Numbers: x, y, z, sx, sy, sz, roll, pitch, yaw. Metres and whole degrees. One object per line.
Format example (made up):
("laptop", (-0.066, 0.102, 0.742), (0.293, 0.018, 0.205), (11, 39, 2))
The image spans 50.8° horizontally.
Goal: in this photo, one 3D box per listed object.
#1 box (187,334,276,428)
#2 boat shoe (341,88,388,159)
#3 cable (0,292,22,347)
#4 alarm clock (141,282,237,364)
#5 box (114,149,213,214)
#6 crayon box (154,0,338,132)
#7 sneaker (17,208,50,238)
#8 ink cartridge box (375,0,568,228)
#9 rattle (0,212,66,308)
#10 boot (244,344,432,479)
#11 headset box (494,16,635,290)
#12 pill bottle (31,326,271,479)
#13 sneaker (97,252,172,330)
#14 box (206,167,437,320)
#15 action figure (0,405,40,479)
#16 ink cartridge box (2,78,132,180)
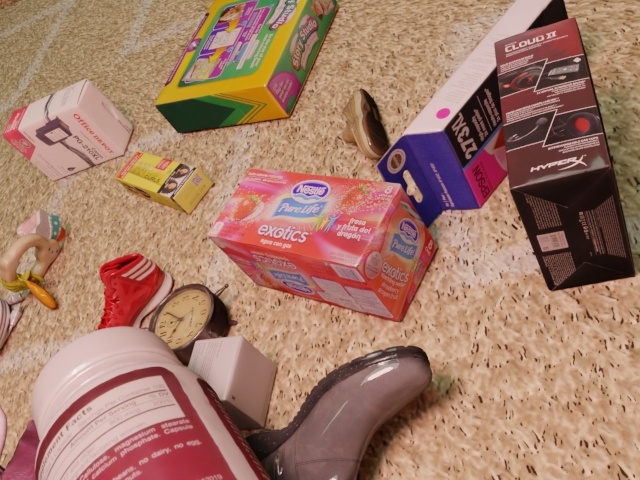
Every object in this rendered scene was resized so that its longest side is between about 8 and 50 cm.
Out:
("box", (-0.131, 0.205, 0.968), (0.087, 0.102, 0.101), (-12, 48, 29))
("boat shoe", (0.072, -0.195, 1.208), (0.072, 0.068, 0.190), (-34, 32, 23))
("cable", (-0.761, 0.212, 1.391), (0.257, 0.089, 0.257), (-11, 49, 26))
("alarm clock", (-0.233, 0.144, 1.115), (0.192, 0.064, 0.129), (-15, 48, 20))
("box", (-0.331, -0.125, 1.412), (0.232, 0.058, 0.087), (20, 68, 43))
("crayon box", (-0.161, -0.418, 1.514), (0.313, 0.106, 0.362), (0, 55, 32))
("sneaker", (-0.654, -0.011, 1.538), (0.070, 0.051, 0.134), (-34, 40, 8))
("ink cartridge box", (0.244, -0.181, 0.990), (0.371, 0.175, 0.069), (-48, 44, -10))
("rattle", (-0.564, 0.036, 1.427), (0.143, 0.130, 0.199), (7, 32, 25))
("boot", (0.029, 0.294, 0.793), (0.338, 0.118, 0.222), (-41, 44, 16))
("headset box", (0.308, -0.119, 0.865), (0.110, 0.218, 0.293), (-13, 48, 23))
("pill bottle", (-0.179, 0.278, 0.739), (0.224, 0.224, 0.392), (-43, 43, -5))
("sneaker", (-0.370, 0.116, 1.183), (0.087, 0.128, 0.221), (13, 63, 40))
("box", (0.000, 0.000, 1.020), (0.300, 0.154, 0.142), (10, 61, 40))
("action figure", (-0.359, 0.362, 0.840), (0.248, 0.275, 0.370), (-34, 21, -5))
("ink cartridge box", (-0.604, -0.261, 1.626), (0.237, 0.172, 0.100), (-16, 48, 22))
